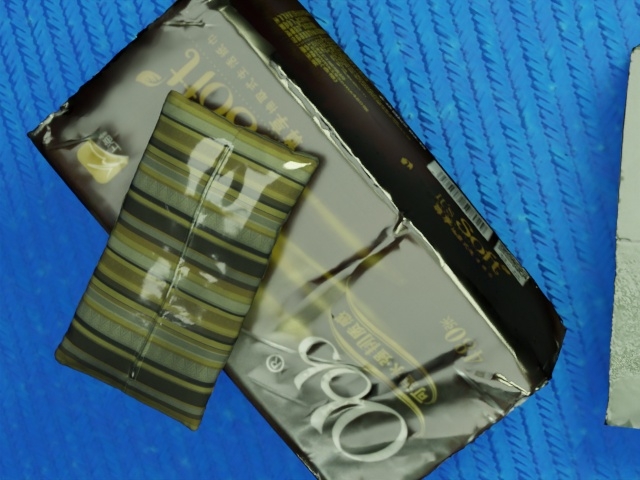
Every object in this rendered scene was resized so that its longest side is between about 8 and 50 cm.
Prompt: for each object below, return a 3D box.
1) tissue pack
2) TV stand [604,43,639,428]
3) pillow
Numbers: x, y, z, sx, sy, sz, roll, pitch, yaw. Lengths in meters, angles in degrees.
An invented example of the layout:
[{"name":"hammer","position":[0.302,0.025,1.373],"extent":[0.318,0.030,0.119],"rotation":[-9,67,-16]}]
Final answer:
[{"name":"tissue pack","position":[0.000,0.000,1.255],"extent":[0.198,0.210,0.370],"rotation":[-41,87,9]},{"name":"TV stand","position":[0.253,-0.003,1.254],"extent":[0.082,0.088,0.270],"rotation":[4,99,12]},{"name":"pillow","position":[-0.091,0.015,1.151],"extent":[0.113,0.038,0.203],"rotation":[25,102,7]}]
